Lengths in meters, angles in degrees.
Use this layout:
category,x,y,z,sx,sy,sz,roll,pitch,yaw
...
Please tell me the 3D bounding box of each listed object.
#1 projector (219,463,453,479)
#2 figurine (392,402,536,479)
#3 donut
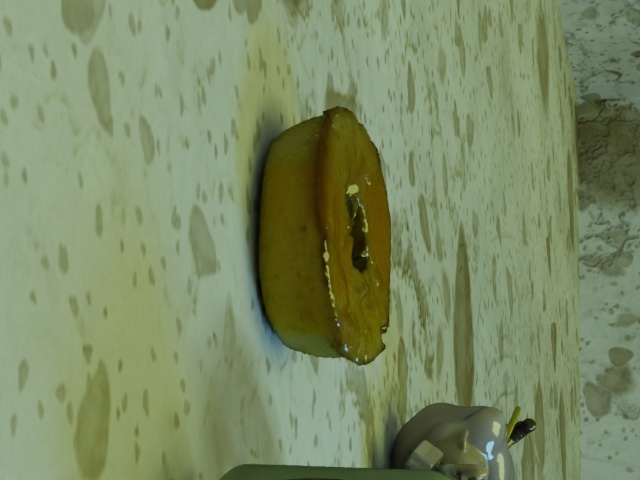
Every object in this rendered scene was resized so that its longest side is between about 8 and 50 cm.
category,x,y,z,sx,sy,sz,roll,pitch,yaw
projector,0.004,0.245,0.970,0.177,0.163,0.243,-73,161,-58
figurine,0.108,0.206,1.554,0.137,0.112,0.229,-68,169,22
donut,0.000,0.000,1.219,0.178,0.065,0.162,-79,156,-43
